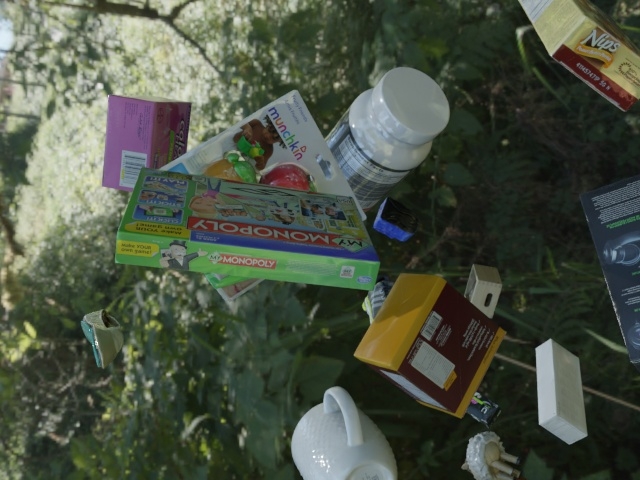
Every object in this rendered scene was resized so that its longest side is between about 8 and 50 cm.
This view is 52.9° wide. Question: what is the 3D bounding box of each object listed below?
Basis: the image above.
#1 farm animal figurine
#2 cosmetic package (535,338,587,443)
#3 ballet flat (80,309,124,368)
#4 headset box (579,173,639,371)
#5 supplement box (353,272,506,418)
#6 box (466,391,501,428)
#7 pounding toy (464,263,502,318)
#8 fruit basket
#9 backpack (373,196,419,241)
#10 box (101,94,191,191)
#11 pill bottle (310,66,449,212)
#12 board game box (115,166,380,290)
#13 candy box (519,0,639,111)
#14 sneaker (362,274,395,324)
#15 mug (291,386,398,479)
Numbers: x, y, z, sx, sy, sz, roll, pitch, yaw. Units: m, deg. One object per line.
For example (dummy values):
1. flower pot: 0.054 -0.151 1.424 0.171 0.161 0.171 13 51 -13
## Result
1. farm animal figurine: 0.259 0.549 1.203 0.330 0.172 0.327 -54 -42 -24
2. cosmetic package: 0.577 0.360 1.551 0.060 0.098 0.239 -44 16 37
3. ballet flat: -0.500 0.220 1.496 0.248 0.086 0.086 28 115 58
4. headset box: 0.513 0.079 0.957 0.131 0.246 0.283 -20 57 27
5. supplement box: 0.208 0.194 1.217 0.191 0.194 0.129 -58 22 -16
6. box: 0.435 0.454 1.735 0.083 0.062 0.052 30 166 35
7. pounding toy: 0.476 0.156 1.850 0.130 0.100 0.141 -75 -5 -66
8. fruit basket: -0.121 -0.072 1.286 0.327 0.353 0.165 60 -174 -29
9. backpack: 0.225 -0.056 1.900 0.101 0.120 0.098 123 171 -61
10. box: -0.417 -0.239 1.565 0.243 0.117 0.214 -58 -23 -76
11. pill bottle: 0.133 -0.227 1.507 0.363 0.210 0.210 135 137 -56
12. board game box: -0.095 -0.020 0.865 0.213 0.317 0.046 -106 26 -63
13. candy box: 0.484 -0.382 1.187 0.087 0.182 0.317 -50 20 32
14. sneaker: 0.196 0.186 1.900 0.300 0.111 0.121 -132 50 -71
15. mug: 0.078 0.620 1.917 0.328 0.276 0.374 -159 60 -72
